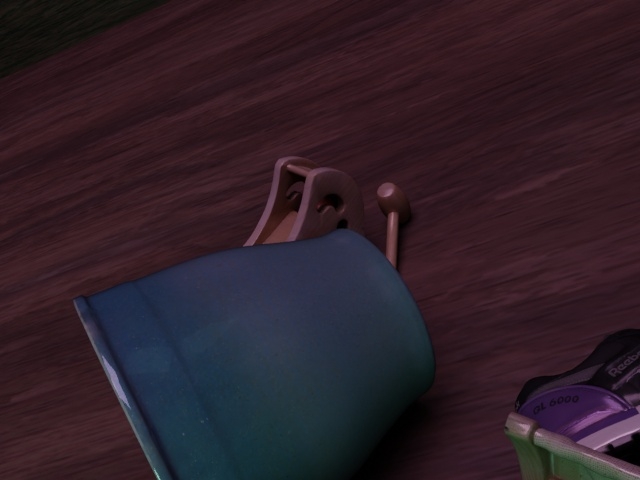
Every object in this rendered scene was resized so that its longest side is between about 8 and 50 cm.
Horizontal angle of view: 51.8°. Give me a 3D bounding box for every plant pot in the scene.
[{"bbox_3d":[-0.045,0.121,0.606,0.255,0.272,0.271,-26,35,-20],"label":"plant pot"}]

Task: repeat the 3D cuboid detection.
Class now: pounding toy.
[{"bbox_3d":[0.000,0.000,0.779,0.269,0.154,0.155,-44,40,-17],"label":"pounding toy"}]

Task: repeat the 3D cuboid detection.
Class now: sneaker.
[{"bbox_3d":[0.292,0.101,0.526,0.283,0.107,0.124,-25,32,6],"label":"sneaker"}]

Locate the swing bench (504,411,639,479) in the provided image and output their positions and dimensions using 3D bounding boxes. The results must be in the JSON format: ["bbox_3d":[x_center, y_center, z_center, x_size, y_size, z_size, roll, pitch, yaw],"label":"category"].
[{"bbox_3d":[0.180,0.271,0.358,0.253,0.165,0.255,15,52,43],"label":"swing bench"}]
